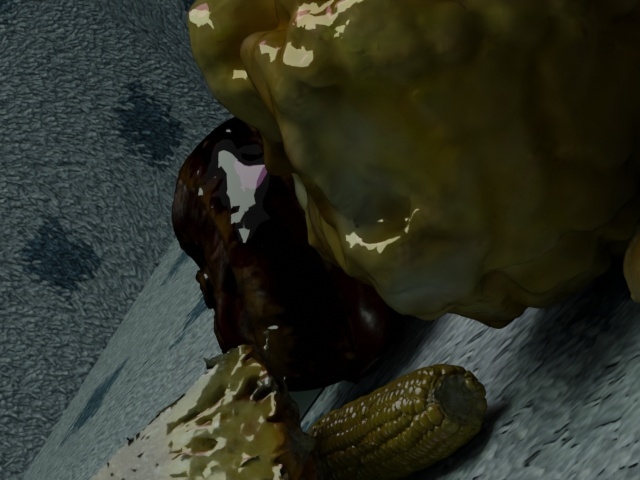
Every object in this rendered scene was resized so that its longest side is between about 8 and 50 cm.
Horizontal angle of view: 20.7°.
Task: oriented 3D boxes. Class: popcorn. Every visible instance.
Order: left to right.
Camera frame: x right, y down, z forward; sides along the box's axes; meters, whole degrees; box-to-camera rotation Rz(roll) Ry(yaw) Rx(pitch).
[{"bbox_3d":[0.120,-0.120,1.311,0.390,0.344,0.354,-7,-27,-29],"label":"popcorn"}]

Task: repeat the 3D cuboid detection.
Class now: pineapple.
[{"bbox_3d":[-0.069,0.290,1.418,0.344,0.209,0.286,-45,-35,-3],"label":"pineapple"}]

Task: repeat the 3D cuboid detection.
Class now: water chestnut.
[{"bbox_3d":[0.000,0.000,1.768,0.300,0.300,0.300,-50,10,12],"label":"water chestnut"}]

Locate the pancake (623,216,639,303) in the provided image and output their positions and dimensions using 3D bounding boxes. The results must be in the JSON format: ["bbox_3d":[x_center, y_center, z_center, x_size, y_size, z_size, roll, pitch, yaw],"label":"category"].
[{"bbox_3d":[0.297,-0.116,1.109,0.387,0.082,0.387,-57,-5,-8],"label":"pancake"}]

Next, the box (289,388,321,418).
[{"bbox_3d":[-0.035,0.130,1.957,0.269,0.079,0.135,-54,10,-10],"label":"box"}]

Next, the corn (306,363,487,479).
[{"bbox_3d":[0.057,0.158,1.426,0.080,0.080,0.238,-58,14,-30],"label":"corn"}]
